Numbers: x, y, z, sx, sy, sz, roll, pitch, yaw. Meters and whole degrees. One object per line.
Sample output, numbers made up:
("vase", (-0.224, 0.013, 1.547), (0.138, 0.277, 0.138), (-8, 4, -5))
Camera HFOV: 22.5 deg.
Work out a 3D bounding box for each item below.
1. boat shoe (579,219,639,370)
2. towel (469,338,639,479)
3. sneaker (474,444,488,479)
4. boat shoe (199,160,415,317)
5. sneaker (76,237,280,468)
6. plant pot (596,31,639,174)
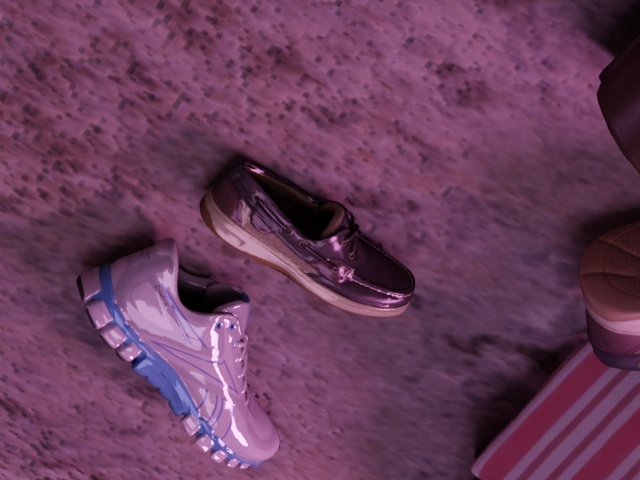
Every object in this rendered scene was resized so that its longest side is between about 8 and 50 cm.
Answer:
("boat shoe", (0.306, 0.026, 1.033), (0.285, 0.102, 0.092), (-10, 141, -3))
("towel", (0.208, 0.161, 1.045), (0.144, 0.197, 0.029), (-45, 147, -3))
("sneaker", (0.188, 0.239, 1.177), (0.147, 0.104, 0.295), (-13, 121, 6))
("boat shoe", (0.000, 0.000, 1.000), (0.152, 0.056, 0.049), (25, 125, -22))
("sneaker", (-0.070, 0.073, 1.042), (0.083, 0.071, 0.190), (-32, 124, 10))
("plant pot", (0.254, -0.100, 0.899), (0.167, 0.167, 0.165), (30, 126, -25))
